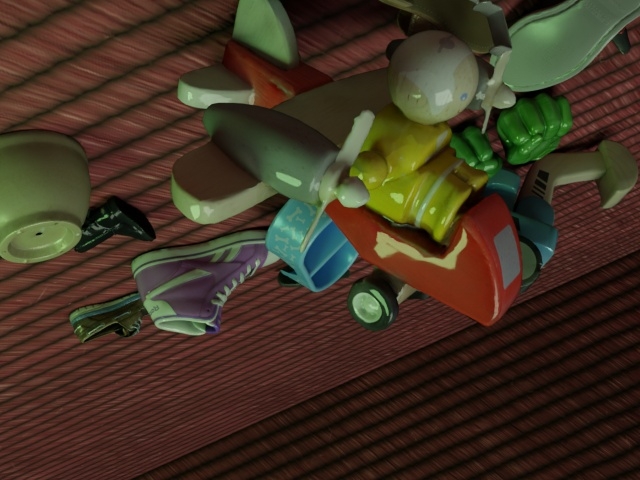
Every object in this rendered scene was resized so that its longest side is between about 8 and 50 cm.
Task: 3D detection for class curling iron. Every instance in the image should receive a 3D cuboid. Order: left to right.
[{"bbox_3d":[0.459,-0.340,1.153,0.068,0.035,0.274,-30,158,16],"label":"curling iron"}]

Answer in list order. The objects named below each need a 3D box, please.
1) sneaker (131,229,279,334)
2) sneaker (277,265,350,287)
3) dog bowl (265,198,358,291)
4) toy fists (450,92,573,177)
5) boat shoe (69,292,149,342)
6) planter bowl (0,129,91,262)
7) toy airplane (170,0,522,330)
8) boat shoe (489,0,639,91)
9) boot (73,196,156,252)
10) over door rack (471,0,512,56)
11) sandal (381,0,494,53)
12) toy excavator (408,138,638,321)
[{"bbox_3d":[-0.172,0.082,1.318,0.282,0.161,0.102,-15,155,-26],"label":"sneaker"},{"bbox_3d":[-0.013,0.075,1.612,0.170,0.051,0.089,-21,154,-17],"label":"sneaker"},{"bbox_3d":[0.000,0.000,1.341,0.166,0.074,0.297,-45,160,-9],"label":"dog bowl"},{"bbox_3d":[0.311,-0.164,1.332,0.279,0.096,0.142,-25,158,6],"label":"toy fists"},{"bbox_3d":[-0.361,0.145,1.390,0.183,0.066,0.066,-15,157,-21],"label":"boat shoe"},{"bbox_3d":[-0.350,-0.041,0.911,0.162,0.109,0.162,-20,158,-9],"label":"planter bowl"},{"bbox_3d":[0.045,-0.126,0.782,0.384,0.386,0.272,18,139,-24],"label":"toy airplane"},{"bbox_3d":[0.359,-0.311,1.027,0.302,0.114,0.091,-29,-159,48],"label":"boat shoe"},{"bbox_3d":[-0.311,-0.012,1.106,0.099,0.045,0.121,-30,151,8],"label":"boot"},{"bbox_3d":[0.186,-0.318,0.719,0.240,0.108,0.324,-17,157,39],"label":"over door rack"},{"bbox_3d":[0.116,-0.284,0.910,0.079,0.088,0.240,-1,172,45],"label":"sandal"},{"bbox_3d":[0.401,-0.063,1.532,0.433,0.445,0.222,19,156,3],"label":"toy excavator"}]
